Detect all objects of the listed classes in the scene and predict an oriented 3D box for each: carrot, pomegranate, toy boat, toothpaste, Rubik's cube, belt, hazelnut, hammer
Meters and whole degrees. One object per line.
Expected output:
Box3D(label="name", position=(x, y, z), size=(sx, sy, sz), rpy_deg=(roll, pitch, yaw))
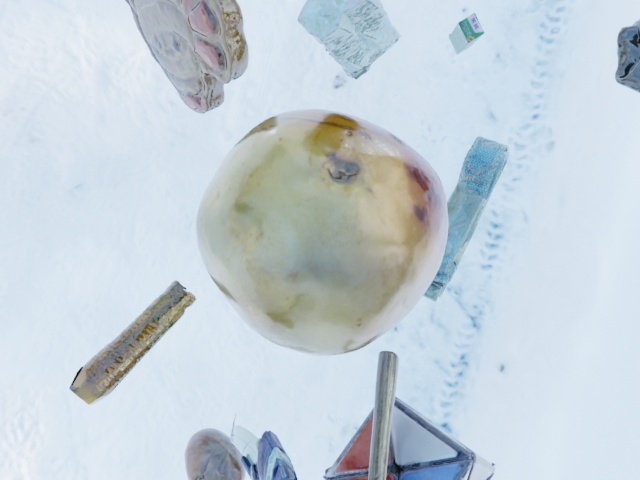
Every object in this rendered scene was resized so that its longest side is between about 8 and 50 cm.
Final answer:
Box3D(label="carrot", position=(-0.324, 0.176, 1.117), size=(0.260, 0.070, 0.070), rpy_deg=(-47, 106, -21))
Box3D(label="pomegranate", position=(0.000, 0.000, 0.776), size=(0.319, 0.319, 0.319), rpy_deg=(-2, 99, -12))
Box3D(label="toy boat", position=(-0.117, 0.472, 1.301), size=(0.070, 0.291, 0.210), rpy_deg=(-17, 91, -27))
Box3D(label="toothpaste", position=(0.277, -0.394, 1.221), size=(0.037, 0.178, 0.043), rpy_deg=(-30, 95, 10))
Box3D(label="Rubik's cube", position=(0.241, 0.626, 1.691), size=(0.305, 0.307, 0.310), rpy_deg=(-55, 144, -6))
Box3D(label="belt", position=(0.238, -0.040, 1.101), size=(0.072, 0.087, 0.302), rpy_deg=(25, 82, 13))
Box3D(label="hazelnut", position=(-0.318, 0.665, 1.898), size=(0.181, 0.181, 0.212), rpy_deg=(-40, 82, -4))
Box3D(label="hammer", position=(0.105, 0.403, 1.128), size=(0.044, 0.168, 0.440), rpy_deg=(1, 56, 13))

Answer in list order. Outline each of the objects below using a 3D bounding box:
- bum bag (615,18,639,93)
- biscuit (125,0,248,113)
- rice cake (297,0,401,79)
Box3D(label="bum bag", position=(0.475, -0.244, 0.803), size=(0.326, 0.079, 0.142), rpy_deg=(-22, 83, -28))
Box3D(label="biscuit", position=(-0.252, -0.403, 1.118), size=(0.074, 0.359, 0.381), rpy_deg=(-28, 124, -28))
Box3D(label="rice cake", position=(0.038, -0.233, 0.699), size=(0.085, 0.226, 0.040), rpy_deg=(-39, 84, 13))
